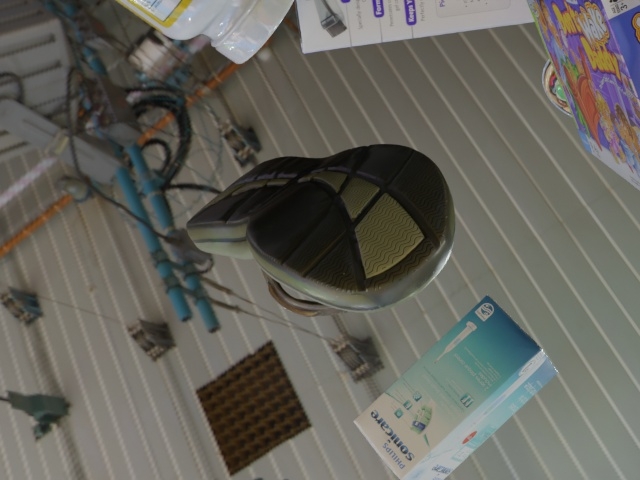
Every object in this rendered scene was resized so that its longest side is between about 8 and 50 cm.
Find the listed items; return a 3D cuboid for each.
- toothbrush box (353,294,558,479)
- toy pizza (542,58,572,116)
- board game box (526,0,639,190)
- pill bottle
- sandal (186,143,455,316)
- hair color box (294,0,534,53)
[{"bbox_3d":[0.226,0.253,1.458,0.295,0.216,0.126,-43,-117,3],"label":"toothbrush box"},{"bbox_3d":[0.476,-0.261,1.520,0.201,0.201,0.032,2,-126,29],"label":"toy pizza"},{"bbox_3d":[0.313,-0.178,0.926,0.078,0.347,0.233,-24,-75,9],"label":"board game box"},{"bbox_3d":[-0.194,-0.366,1.081,0.188,0.334,0.188,-44,-154,28],"label":"pill bottle"},{"bbox_3d":[0.001,-0.001,0.601,0.120,0.086,0.303,-34,-163,-16],"label":"sandal"},{"bbox_3d":[0.130,-0.372,1.213,0.339,0.110,0.185,-7,-71,4],"label":"hair color box"}]
